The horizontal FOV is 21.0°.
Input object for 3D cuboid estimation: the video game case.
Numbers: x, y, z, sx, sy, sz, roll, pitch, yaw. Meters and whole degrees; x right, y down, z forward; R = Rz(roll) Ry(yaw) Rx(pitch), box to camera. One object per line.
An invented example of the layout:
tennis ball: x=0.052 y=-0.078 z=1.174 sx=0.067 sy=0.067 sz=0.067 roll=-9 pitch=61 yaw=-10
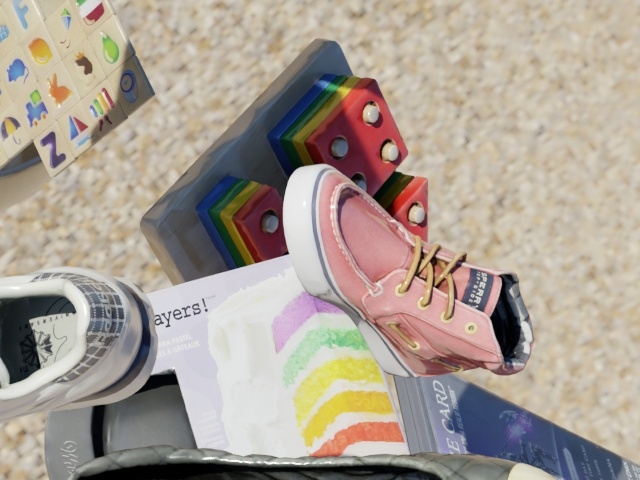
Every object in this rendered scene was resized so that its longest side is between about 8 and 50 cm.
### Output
video game case: x=0.172 y=0.198 z=1.167 sx=0.274 sy=0.026 sz=0.196 roll=27 pitch=32 yaw=-28

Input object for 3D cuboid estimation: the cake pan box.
cake pan box: x=-0.075 y=0.149 z=1.321 sx=0.266 sy=0.070 sz=0.246 roll=-14 pitch=64 yaw=-7

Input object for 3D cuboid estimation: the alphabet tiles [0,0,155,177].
alphabet tiles: x=-0.260 y=-0.160 z=1.551 sx=0.009 sy=0.237 sz=0.198 roll=-18 pitch=78 yaw=-49

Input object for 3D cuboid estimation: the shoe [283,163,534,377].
shoe: x=0.049 y=0.017 z=0.879 sx=0.178 sy=0.081 sz=0.063 roll=53 pitch=44 yaw=-50

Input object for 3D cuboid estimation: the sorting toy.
sorting toy: x=0.000 y=0.000 z=1.540 sx=0.257 sy=0.089 sz=0.255 roll=-49 pitch=131 yaw=-27

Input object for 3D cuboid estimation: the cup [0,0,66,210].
cup: x=-0.398 y=-0.150 z=1.848 sx=0.331 sy=0.237 sz=0.331 roll=5 pitch=62 yaw=-10

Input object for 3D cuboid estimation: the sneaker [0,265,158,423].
sneaker: x=-0.200 y=0.064 z=0.849 sx=0.095 sy=0.235 sz=0.090 roll=26 pitch=44 yaw=-79

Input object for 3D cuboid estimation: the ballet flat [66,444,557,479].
ballet flat: x=-0.001 y=0.094 z=0.559 sx=0.049 sy=0.173 sz=0.057 roll=55 pitch=35 yaw=-62
